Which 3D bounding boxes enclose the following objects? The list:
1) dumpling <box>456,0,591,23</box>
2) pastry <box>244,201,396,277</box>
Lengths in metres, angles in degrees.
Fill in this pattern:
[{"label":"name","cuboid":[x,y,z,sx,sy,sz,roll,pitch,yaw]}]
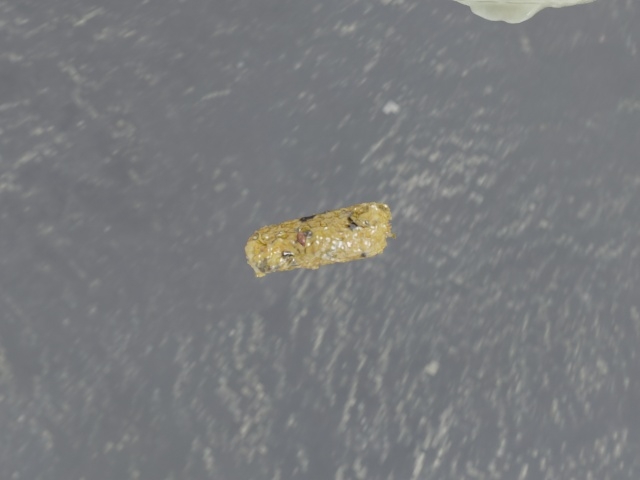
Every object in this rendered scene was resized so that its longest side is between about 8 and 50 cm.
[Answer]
[{"label":"dumpling","cuboid":[0.167,-0.248,1.229,0.258,0.147,0.193,-31,105,32]},{"label":"pastry","cuboid":[0.000,0.000,1.682,0.140,0.080,0.056,-14,96,7]}]
